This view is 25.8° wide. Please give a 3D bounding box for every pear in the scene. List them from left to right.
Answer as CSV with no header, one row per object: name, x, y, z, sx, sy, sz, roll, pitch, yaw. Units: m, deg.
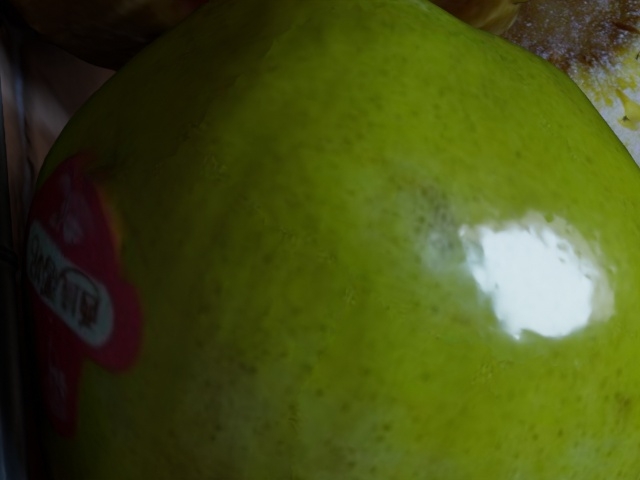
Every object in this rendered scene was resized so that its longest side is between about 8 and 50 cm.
pear,0.006,0.072,0.611,0.287,0.287,0.375,-28,125,-72

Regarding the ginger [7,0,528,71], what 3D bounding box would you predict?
ginger,-0.040,-0.206,0.709,0.358,0.152,0.274,-16,108,-31

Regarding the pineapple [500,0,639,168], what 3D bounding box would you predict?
pineapple,0.136,-0.109,0.989,0.300,0.353,0.352,87,-8,-74

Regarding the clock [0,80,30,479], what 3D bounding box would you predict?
clock,-0.190,-0.019,0.446,0.273,0.049,0.278,37,41,-63
